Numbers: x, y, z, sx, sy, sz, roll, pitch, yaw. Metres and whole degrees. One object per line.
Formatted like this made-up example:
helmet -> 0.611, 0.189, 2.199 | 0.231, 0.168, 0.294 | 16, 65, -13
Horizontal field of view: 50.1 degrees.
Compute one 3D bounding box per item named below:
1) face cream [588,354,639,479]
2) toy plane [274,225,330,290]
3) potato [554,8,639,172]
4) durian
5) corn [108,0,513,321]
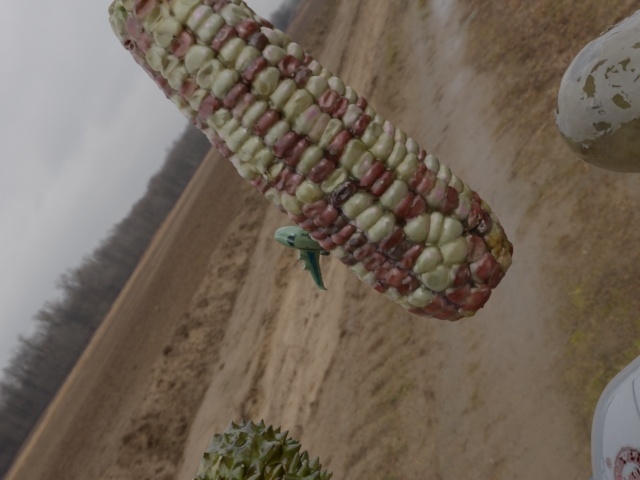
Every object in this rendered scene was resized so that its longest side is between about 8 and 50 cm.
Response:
face cream -> 0.242, 0.148, 0.440 | 0.337, 0.080, 0.163 | 102, 162, -56
toy plane -> -0.001, -0.001, 0.544 | 0.033, 0.083, 0.080 | 44, 121, 56
potato -> 0.350, -0.159, 0.645 | 0.262, 0.165, 0.165 | -31, 26, 40
durian -> -0.056, 0.216, 0.612 | 0.119, 0.108, 0.186 | -22, 3, 29
corn -> -0.001, -0.046, 0.345 | 0.079, 0.237, 0.079 | -44, 16, 17
